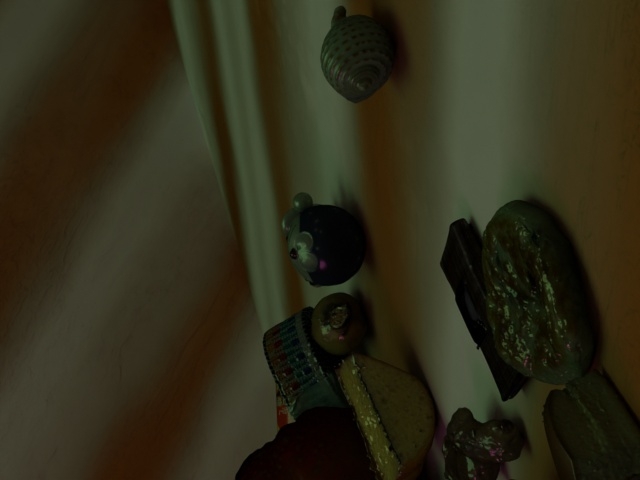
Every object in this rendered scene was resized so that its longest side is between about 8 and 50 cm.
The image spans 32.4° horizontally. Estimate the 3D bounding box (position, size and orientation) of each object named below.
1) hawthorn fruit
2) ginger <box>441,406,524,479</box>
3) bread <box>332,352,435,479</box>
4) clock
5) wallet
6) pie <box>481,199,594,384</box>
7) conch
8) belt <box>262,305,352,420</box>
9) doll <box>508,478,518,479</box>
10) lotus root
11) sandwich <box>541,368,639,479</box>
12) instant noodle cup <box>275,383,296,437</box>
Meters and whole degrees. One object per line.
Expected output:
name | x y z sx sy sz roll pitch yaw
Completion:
hawthorn fruit | 0.037 0.532 2.126 0.403 0.402 0.403 164 90 -78
ginger | 0.229 0.320 1.649 0.290 0.084 0.122 102 156 -65
bread | 0.133 0.308 1.968 0.260 0.134 0.129 63 155 22
clock | 0.000 0.000 2.137 0.243 0.146 0.200 -142 32 -77
wallet | 0.222 0.094 1.490 0.124 0.042 0.230 99 150 -59
pie | 0.250 0.069 1.297 0.240 0.054 0.241 165 90 -76
conch | 0.060 -0.268 1.605 0.135 0.102 0.153 71 -153 -49
belt | -0.012 0.282 2.404 0.258 0.150 0.207 62 -161 15
doll | 0.245 0.460 1.398 0.310 0.240 0.284 95 -175 -46
lotus root | 0.038 0.170 2.260 0.125 0.118 0.221 55 173 5
sandwich | 0.312 0.269 1.191 0.088 0.090 0.244 175 78 -81
instant noodle cup | -0.015 0.365 2.594 0.213 0.213 0.174 149 113 -78
